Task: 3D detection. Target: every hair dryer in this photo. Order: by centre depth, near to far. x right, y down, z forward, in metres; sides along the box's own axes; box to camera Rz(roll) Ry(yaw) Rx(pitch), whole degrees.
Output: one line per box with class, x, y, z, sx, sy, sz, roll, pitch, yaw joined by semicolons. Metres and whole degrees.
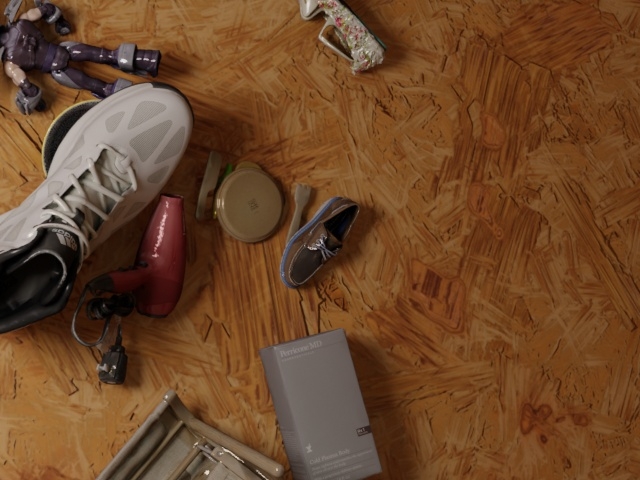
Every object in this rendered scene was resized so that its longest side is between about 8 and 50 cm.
hair dryer;-0.259;0.059;1.562;0.080;0.223;0.293;15;61;8

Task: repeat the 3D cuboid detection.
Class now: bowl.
bowl;-0.344;-0.136;1.625;0.170;0.080;0.170;-6;107;-21

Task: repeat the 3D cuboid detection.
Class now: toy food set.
toy food set;-0.117;-0.061;1.738;0.192;0.038;0.132;20;79;-28

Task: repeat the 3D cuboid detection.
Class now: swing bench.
swing bench;-0.194;0.396;1.533;0.253;0.254;0.165;-49;142;-20

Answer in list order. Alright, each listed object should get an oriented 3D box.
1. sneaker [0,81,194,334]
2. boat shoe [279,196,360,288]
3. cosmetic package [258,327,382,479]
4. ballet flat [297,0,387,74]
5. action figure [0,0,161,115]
sneaker;-0.319;-0.029;1.476;0.447;0.257;0.169;-46;117;-6
boat shoe;0.000;0.000;1.743;0.066;0.066;0.183;42;68;-27
cosmetic package;-0.001;0.266;1.682;0.127;0.107;0.238;-16;89;-20
ballet flat;0.015;-0.384;1.822;0.077;0.091;0.241;-42;93;0
action figure;-0.396;-0.272;1.638;0.285;0.099;0.185;16;82;-14
